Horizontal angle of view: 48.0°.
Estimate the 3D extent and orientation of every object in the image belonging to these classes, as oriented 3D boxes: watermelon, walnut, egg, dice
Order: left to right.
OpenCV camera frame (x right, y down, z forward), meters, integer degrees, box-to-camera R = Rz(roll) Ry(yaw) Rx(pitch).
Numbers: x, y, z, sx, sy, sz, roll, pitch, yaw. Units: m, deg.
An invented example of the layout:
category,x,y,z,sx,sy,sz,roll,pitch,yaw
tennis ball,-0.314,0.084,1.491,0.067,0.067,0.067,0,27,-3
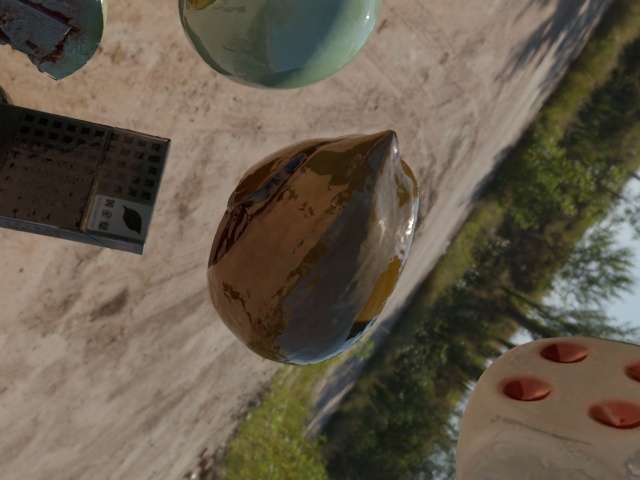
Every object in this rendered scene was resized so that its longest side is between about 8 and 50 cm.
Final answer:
category,x,y,z,sx,sy,sz,roll,pitch,yaw
watermelon,-0.410,-0.378,0.978,0.201,0.261,0.213,-13,174,-42
egg,-0.037,-0.201,0.599,0.149,0.192,0.149,-5,98,-42
walnut,0.000,0.000,0.752,0.297,0.203,0.203,-52,170,30
dice,0.387,0.331,1.018,0.277,0.304,0.304,-27,115,-39

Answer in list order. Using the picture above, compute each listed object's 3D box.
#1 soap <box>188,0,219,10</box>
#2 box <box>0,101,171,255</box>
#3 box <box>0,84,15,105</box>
category,x,y,z,sx,sy,sz,roll,pitch,yaw
soap,-0.033,-0.145,0.349,0.089,0.034,0.012,-35,143,22
box,-0.389,-0.096,1.008,0.047,0.325,0.180,115,-16,-62
box,-0.672,-0.110,1.236,0.403,0.263,0.108,-70,164,4
